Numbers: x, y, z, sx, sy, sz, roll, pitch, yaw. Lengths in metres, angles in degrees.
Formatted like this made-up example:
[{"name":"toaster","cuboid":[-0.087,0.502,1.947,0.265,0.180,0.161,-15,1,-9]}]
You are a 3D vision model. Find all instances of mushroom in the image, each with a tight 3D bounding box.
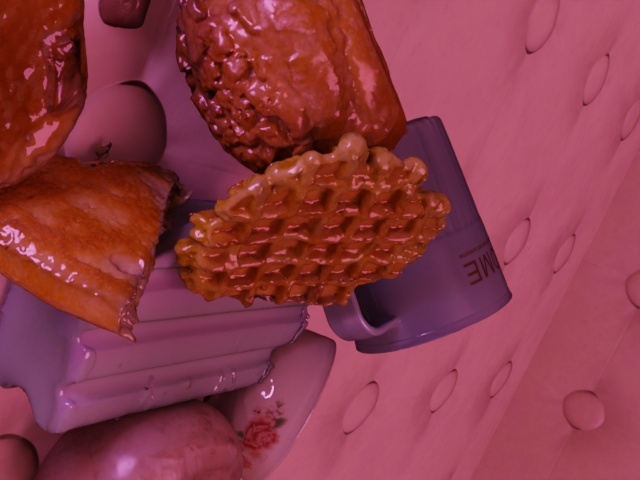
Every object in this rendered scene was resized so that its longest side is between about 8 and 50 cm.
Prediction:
[{"name":"mushroom","cuboid":[-0.235,0.368,1.037,0.297,0.290,0.297,-23,159,-9]}]

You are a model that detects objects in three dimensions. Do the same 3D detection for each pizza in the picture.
[{"name":"pizza","cuboid":[-0.236,-0.017,0.820,0.288,0.280,0.075,-26,151,-56]}]

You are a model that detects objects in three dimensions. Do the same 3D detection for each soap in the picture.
[{"name":"soap","cuboid":[-0.187,0.080,1.025,0.446,0.156,0.261,0,113,-54]}]

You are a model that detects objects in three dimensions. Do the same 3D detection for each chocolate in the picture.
[{"name":"chocolate","cuboid":[-0.208,-0.281,0.826,0.064,0.031,0.100,-1,118,-49]}]

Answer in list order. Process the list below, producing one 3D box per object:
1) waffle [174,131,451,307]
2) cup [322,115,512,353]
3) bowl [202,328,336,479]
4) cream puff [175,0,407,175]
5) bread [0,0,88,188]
[{"name":"waffle","cuboid":[-0.001,-0.003,0.879,0.307,0.060,0.312,-33,144,21]},{"name":"cup","cuboid":[0.096,-0.003,1.171,0.331,0.257,0.311,-21,93,-23]},{"name":"bowl","cuboid":[-0.103,0.251,1.247,0.277,0.145,0.277,-57,-171,14]},{"name":"cream puff","cuboid":[-0.043,-0.217,0.902,0.231,0.343,0.327,-23,124,12]},{"name":"bread","cuboid":[-0.316,-0.169,0.672,0.244,0.134,0.244,-38,144,-35]}]
